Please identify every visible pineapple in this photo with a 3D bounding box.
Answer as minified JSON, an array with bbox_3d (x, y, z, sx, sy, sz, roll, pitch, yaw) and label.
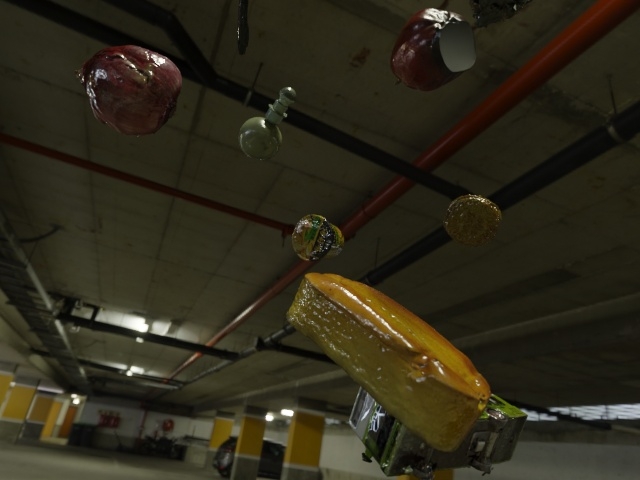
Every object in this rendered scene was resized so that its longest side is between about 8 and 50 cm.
[{"bbox_3d":[0.193,-0.268,0.496,0.074,0.159,0.074,10,-56,15],"label":"pineapple"}]

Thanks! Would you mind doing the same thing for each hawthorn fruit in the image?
[{"bbox_3d":[0.271,-0.464,1.162,0.189,0.190,0.251,16,-18,-16],"label":"hawthorn fruit"}]

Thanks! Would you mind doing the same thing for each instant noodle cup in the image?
[{"bbox_3d":[0.000,0.000,1.492,0.151,0.152,0.122,-6,-12,28],"label":"instant noodle cup"}]

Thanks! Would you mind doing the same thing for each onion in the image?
[{"bbox_3d":[-0.503,-0.398,1.148,0.283,0.227,0.120,18,-12,4],"label":"onion"}]

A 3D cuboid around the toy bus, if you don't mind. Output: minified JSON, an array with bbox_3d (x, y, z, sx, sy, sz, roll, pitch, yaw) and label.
[{"bbox_3d":[0.201,0.305,0.762,0.301,0.113,0.139,13,9,-32],"label":"toy bus"}]

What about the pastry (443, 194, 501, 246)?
[{"bbox_3d":[0.287,-0.036,0.873,0.109,0.097,0.057,-13,11,23],"label":"pastry"}]

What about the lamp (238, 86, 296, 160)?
[{"bbox_3d":[-0.102,-0.243,0.946,0.091,0.091,0.163,24,-62,-30],"label":"lamp"}]

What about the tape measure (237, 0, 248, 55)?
[{"bbox_3d":[-0.193,-0.629,1.064,0.097,0.215,0.351,-9,-60,-15],"label":"tape measure"}]

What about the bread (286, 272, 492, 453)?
[{"bbox_3d":[0.064,0.116,0.505,0.245,0.094,0.102,34,7,35],"label":"bread"}]
